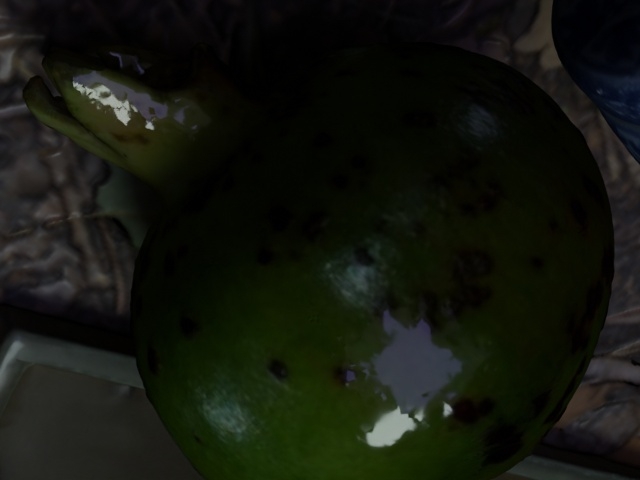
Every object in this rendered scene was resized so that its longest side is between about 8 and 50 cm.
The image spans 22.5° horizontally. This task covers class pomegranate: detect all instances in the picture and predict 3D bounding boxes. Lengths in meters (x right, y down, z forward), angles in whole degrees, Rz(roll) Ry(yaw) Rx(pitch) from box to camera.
[{"bbox_3d":[0.000,0.000,0.654,0.211,0.211,0.263,-45,105,4],"label":"pomegranate"}]

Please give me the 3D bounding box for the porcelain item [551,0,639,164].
[{"bbox_3d":[0.185,-0.096,0.712,0.147,0.147,0.114,-44,126,3],"label":"porcelain item"}]

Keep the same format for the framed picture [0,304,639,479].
[{"bbox_3d":[-0.035,0.223,0.868,0.446,0.028,0.326,18,109,-34],"label":"framed picture"}]
